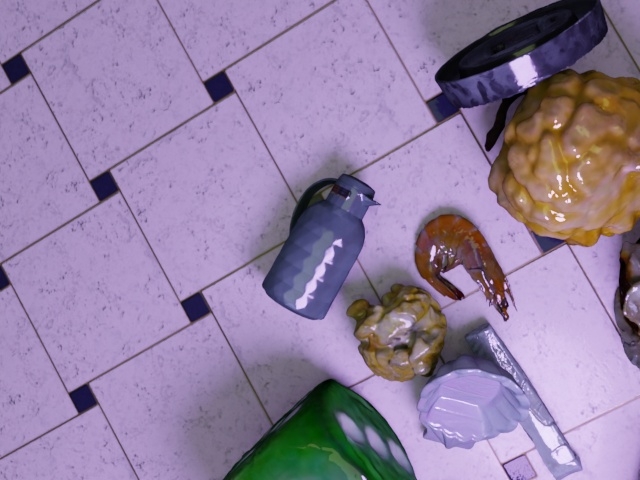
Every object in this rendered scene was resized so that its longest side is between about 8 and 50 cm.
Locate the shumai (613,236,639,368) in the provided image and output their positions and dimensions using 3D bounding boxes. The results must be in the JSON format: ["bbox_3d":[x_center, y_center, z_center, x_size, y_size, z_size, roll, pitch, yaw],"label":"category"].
[{"bbox_3d":[0.656,0.074,1.338,0.291,0.330,0.288,30,135,3],"label":"shumai"}]

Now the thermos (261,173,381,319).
[{"bbox_3d":[0.000,0.000,1.478,0.182,0.145,0.287,32,95,41],"label":"thermos"}]

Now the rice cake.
[{"bbox_3d":[0.397,0.314,1.451,0.066,0.063,0.336,-35,87,16],"label":"rice cake"}]

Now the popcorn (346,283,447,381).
[{"bbox_3d":[0.151,0.178,1.435,0.185,0.167,0.188,-10,85,15],"label":"popcorn"}]

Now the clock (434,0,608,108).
[{"bbox_3d":[0.354,-0.337,1.322,0.312,0.313,0.061,-27,109,9],"label":"clock"}]

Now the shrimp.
[{"bbox_3d":[0.288,0.062,1.465,0.150,0.068,0.249,-44,79,20],"label":"shrimp"}]

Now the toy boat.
[{"bbox_3d":[0.280,0.298,1.399,0.199,0.100,0.290,17,137,0],"label":"toy boat"}]

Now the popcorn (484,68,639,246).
[{"bbox_3d":[0.448,-0.169,1.320,0.349,0.349,0.382,-40,47,8],"label":"popcorn"}]

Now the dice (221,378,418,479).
[{"bbox_3d":[0.006,0.465,1.404,0.287,0.300,0.297,-42,86,11],"label":"dice"}]
